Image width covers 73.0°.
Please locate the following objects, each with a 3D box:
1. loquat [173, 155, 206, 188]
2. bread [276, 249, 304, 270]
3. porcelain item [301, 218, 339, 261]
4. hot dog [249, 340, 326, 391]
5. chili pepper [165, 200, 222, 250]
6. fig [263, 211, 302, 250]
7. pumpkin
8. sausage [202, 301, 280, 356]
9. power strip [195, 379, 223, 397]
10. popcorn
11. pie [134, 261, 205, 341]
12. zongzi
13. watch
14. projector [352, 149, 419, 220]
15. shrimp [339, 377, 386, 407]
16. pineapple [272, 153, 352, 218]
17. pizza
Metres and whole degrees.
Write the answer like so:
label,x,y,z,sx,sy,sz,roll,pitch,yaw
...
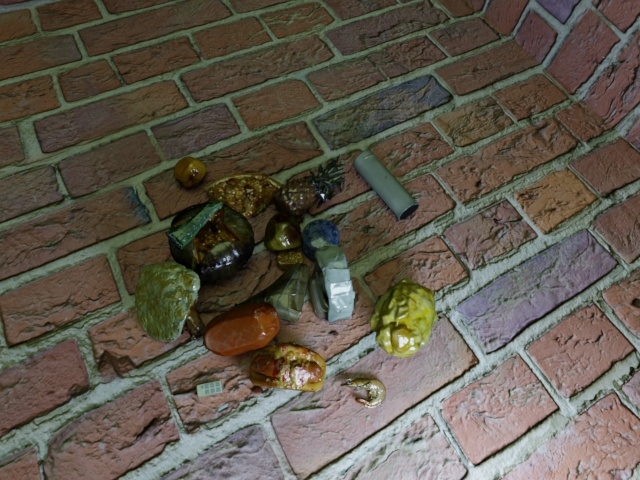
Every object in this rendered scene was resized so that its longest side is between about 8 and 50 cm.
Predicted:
label,x,y,z,sx,sy,sz,roll,pitch,yaw
loquat,-0.544,-0.281,1.799,0.137,0.113,0.137,0,83,-2
bread,-0.116,0.076,1.678,0.111,0.044,0.083,2,60,-1
porcelain item,0.000,0.000,1.691,0.147,0.114,0.147,3,60,-5
hot dog,-0.106,0.419,1.425,0.257,0.153,0.150,7,61,-2
chili pepper,-0.425,-0.065,1.504,0.088,0.059,0.227,41,68,14
fig,-0.147,-0.021,1.670,0.154,0.166,0.144,45,31,-2
pumpkin,-0.401,0.002,1.607,0.321,0.192,0.320,1,61,-2
sausage,-0.266,0.301,1.452,0.268,0.141,0.153,-19,82,8
power strip,-0.369,0.494,1.437,0.090,0.016,0.040,-9,63,-10
popcorn,0.293,0.268,1.502,0.215,0.252,0.286,26,56,24
pie,-0.527,0.211,1.480,0.257,0.105,0.274,-9,84,17
zongzi,-0.169,0.173,1.581,0.242,0.112,0.220,12,62,2
watch,0.047,0.145,1.542,0.162,0.241,0.253,-11,63,-13
projector,0.277,-0.241,1.856,0.108,0.108,0.337,-29,68,-19
shrimp,0.144,0.516,1.469,0.163,0.045,0.095,6,81,-8
pineapple,-0.018,-0.219,1.791,0.365,0.165,0.165,-31,68,-22
pizza,-0.309,-0.184,1.782,0.336,0.086,0.226,0,60,-7
